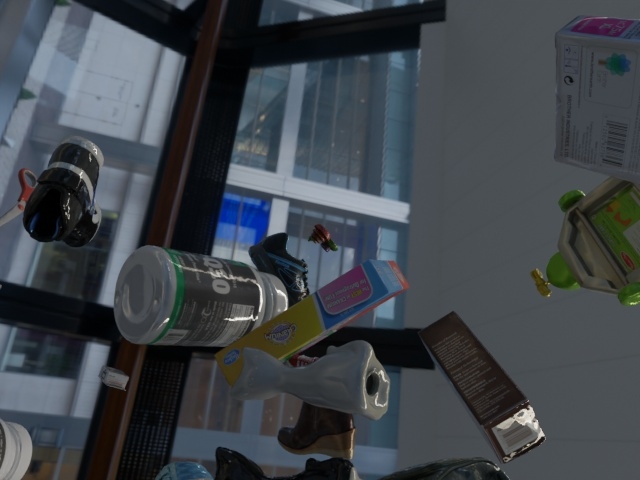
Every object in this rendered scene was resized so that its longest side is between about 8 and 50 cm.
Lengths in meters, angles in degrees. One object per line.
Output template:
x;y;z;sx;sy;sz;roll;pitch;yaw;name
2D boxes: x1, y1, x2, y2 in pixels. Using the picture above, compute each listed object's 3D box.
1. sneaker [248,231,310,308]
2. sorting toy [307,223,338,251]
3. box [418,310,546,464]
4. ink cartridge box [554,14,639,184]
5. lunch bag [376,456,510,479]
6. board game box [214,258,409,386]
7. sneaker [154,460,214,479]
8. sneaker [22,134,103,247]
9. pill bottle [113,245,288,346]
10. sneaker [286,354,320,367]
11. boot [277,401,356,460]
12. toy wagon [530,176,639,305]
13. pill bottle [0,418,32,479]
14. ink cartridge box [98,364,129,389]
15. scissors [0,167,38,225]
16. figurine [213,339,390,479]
-0.079;0.134;1.615;0.341;0.139;0.125;58;-10;-9;sneaker
0.000;0.000;1.214;0.061;0.042;0.102;43;-9;36;sorting toy
0.431;0.389;1.443;0.191;0.143;0.381;58;3;-30;box
0.414;-0.134;0.568;0.311;0.065;0.186;32;-27;43;ink cartridge box
0.204;0.548;1.015;0.212;0.256;0.305;57;-39;12;lunch bag
-0.003;0.142;0.953;0.064;0.316;0.242;60;14;11;board game box
-0.369;0.624;1.184;0.208;0.319;0.127;30;-59;45;sneaker
-0.355;-0.030;0.706;0.217;0.079;0.121;122;-17;-48;sneaker
-0.256;0.137;1.188;0.204;0.361;0.204;-10;-106;37;pill bottle
-0.024;0.254;1.094;0.118;0.042;0.067;36;-67;27;sneaker
-0.019;0.411;1.272;0.248;0.090;0.207;-8;-90;41;boot
0.574;-0.003;1.034;0.344;0.068;0.267;-48;-142;36;toy wagon
-0.861;0.493;1.198;0.363;0.210;0.210;62;31;-64;pill bottle
-0.463;0.308;1.175;0.083;0.048;0.028;3;-111;55;ink cartridge box
-0.717;-0.079;1.274;0.109;0.021;0.297;58;7;-37;scissors
-0.036;0.227;0.626;0.209;0.092;0.215;-4;-120;29;figurine
